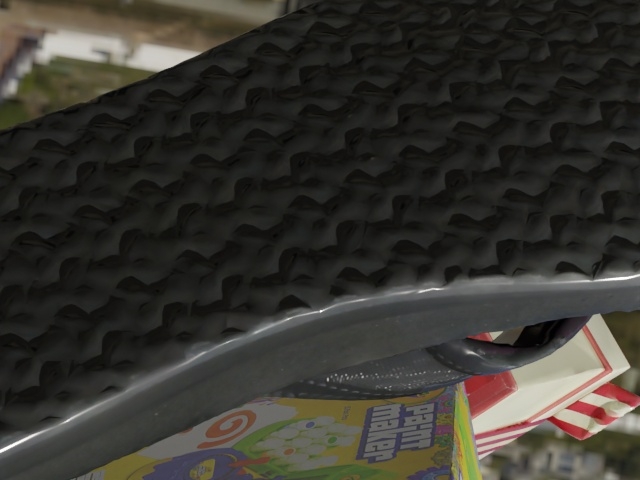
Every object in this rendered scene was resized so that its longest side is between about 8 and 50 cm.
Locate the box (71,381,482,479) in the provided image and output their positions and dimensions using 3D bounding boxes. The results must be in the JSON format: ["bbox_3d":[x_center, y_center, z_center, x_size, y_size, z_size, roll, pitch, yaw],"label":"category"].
[{"bbox_3d":[-0.059,0.192,0.821,0.279,0.177,0.290,-9,-170,8],"label":"box"}]

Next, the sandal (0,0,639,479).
[{"bbox_3d":[-0.002,-0.002,0.702,0.445,0.168,0.107,-15,149,-11],"label":"sandal"}]

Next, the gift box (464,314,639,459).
[{"bbox_3d":[0.098,0.069,1.462,0.276,0.255,0.258,-30,167,26],"label":"gift box"}]
